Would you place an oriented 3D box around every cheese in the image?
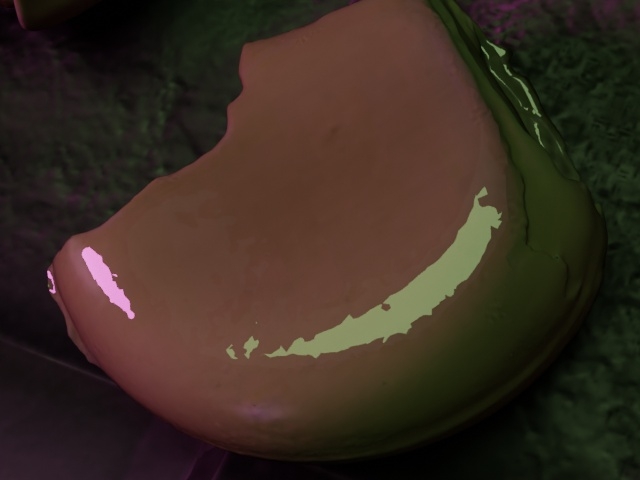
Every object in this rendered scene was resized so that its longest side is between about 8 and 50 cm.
[{"bbox_3d":[0.000,0.000,0.665,0.202,0.091,0.175,-24,62,3],"label":"cheese"}]

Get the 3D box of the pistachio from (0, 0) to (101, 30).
[{"bbox_3d":[-0.104,-0.191,0.749,0.135,0.136,0.226,15,78,20],"label":"pistachio"}]
